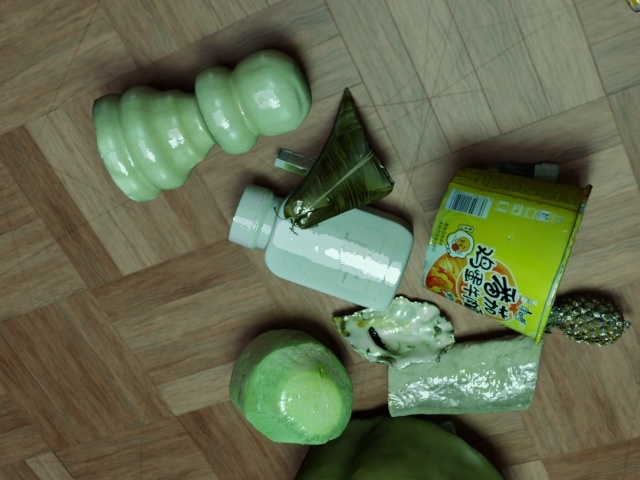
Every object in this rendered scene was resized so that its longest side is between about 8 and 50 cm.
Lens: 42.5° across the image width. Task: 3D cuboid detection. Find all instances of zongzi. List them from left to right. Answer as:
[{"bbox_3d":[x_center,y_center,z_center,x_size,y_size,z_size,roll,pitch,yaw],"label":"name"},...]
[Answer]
[{"bbox_3d":[0.000,-0.123,1.300,0.187,0.084,0.184,-24,96,-15],"label":"zongzi"}]

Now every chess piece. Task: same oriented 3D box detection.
[{"bbox_3d":[-0.174,-0.197,1.299,0.330,0.182,0.182,-19,114,13],"label":"chess piece"}]

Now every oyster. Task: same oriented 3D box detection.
[{"bbox_3d":[0.135,0.173,1.488,0.209,0.072,0.132,-16,79,4],"label":"oyster"}]

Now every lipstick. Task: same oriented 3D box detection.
[{"bbox_3d":[0.320,-0.110,1.317,0.116,0.037,0.037,7,120,12],"label":"lipstick"}]

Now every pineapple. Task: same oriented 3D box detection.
[{"bbox_3d":[0.418,0.121,1.399,0.221,0.083,0.103,11,108,5],"label":"pineapple"}]

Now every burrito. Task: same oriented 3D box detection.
[{"bbox_3d":[0.264,0.252,1.491,0.299,0.105,0.143,-10,112,18],"label":"burrito"}]

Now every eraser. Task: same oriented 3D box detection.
[{"bbox_3d":[-0.032,-0.125,1.373,0.083,0.038,0.019,19,126,1],"label":"eraser"}]

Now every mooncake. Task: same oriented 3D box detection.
[{"bbox_3d":[0.141,0.569,1.565,0.467,0.262,0.467,14,123,22],"label":"mooncake"}]

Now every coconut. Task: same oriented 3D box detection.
[{"bbox_3d":[-0.055,0.268,1.504,0.236,0.236,0.204,-5,94,13],"label":"coconut"}]

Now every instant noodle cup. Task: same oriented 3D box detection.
[{"bbox_3d":[0.281,0.011,1.269,0.200,0.264,0.264,18,121,16],"label":"instant noodle cup"}]

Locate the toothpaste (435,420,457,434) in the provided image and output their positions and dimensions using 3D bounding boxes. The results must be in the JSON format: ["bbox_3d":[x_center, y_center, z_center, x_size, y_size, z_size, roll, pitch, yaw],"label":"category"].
[{"bbox_3d":[0.288,0.519,1.661,0.099,0.061,0.392,-17,112,24],"label":"toothpaste"}]

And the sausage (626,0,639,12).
[{"bbox_3d":[0.429,-0.372,1.149,0.034,0.034,0.129,-24,112,22],"label":"sausage"}]

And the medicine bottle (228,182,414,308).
[{"bbox_3d":[0.000,0.000,1.395,0.296,0.111,0.161,18,105,-1],"label":"medicine bottle"}]
